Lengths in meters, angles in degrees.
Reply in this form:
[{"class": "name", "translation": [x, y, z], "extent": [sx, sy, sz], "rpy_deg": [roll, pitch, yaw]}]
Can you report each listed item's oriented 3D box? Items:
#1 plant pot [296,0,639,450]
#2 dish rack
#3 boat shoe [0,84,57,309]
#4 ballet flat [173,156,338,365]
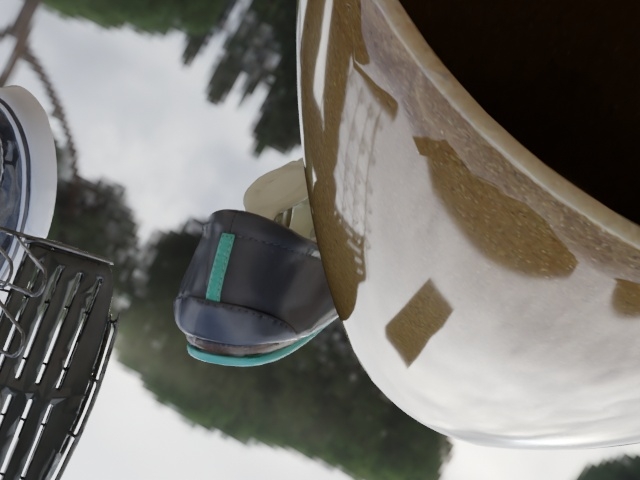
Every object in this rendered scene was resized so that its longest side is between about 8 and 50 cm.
[{"class": "plant pot", "translation": [0.087, -0.034, 0.519], "extent": [0.237, 0.254, 0.237], "rpy_deg": [6, -118, -12]}, {"class": "dish rack", "translation": [-0.238, 0.073, 0.967], "extent": [0.271, 0.208, 0.074], "rpy_deg": [18, -172, -37]}, {"class": "boat shoe", "translation": [-0.304, 0.010, 1.363], "extent": [0.102, 0.301, 0.108], "rpy_deg": [-12, -129, -50]}, {"class": "ballet flat", "translation": [0.000, 0.000, 0.711], "extent": [0.074, 0.074, 0.203], "rpy_deg": [34, -163, 13]}]
